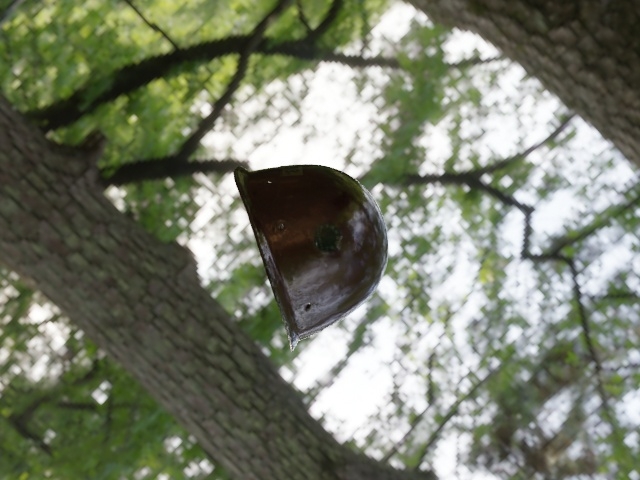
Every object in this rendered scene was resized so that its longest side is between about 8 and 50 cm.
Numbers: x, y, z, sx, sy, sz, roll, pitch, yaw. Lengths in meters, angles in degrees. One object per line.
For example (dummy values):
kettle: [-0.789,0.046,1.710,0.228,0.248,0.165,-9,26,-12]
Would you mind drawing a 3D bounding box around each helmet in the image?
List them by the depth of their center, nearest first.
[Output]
helmet: [0.000,0.000,0.991,0.106,0.155,0.175,-17,-177,-4]
